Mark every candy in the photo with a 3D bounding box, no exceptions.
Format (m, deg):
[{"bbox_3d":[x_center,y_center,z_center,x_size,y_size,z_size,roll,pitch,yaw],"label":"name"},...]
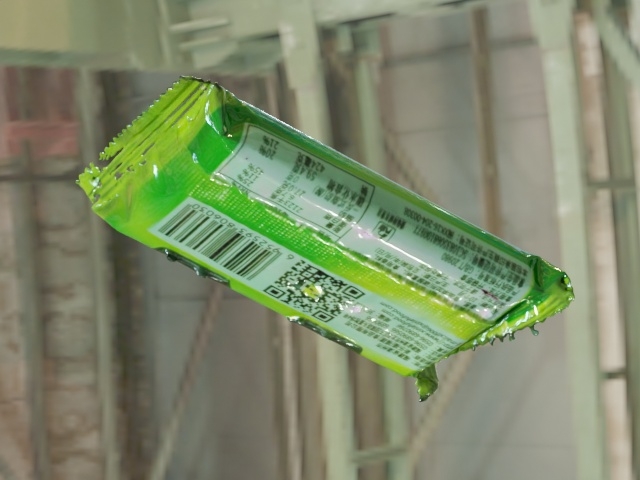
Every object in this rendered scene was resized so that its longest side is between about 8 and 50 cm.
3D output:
[{"bbox_3d":[0.000,-0.001,0.710,0.178,0.102,0.032,28,-130,-18],"label":"candy"}]
